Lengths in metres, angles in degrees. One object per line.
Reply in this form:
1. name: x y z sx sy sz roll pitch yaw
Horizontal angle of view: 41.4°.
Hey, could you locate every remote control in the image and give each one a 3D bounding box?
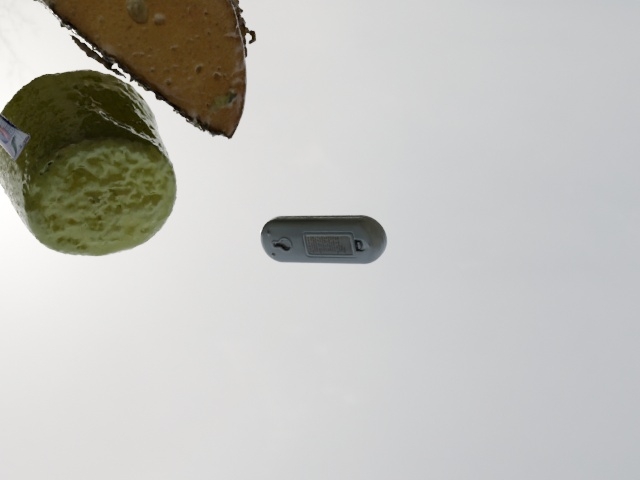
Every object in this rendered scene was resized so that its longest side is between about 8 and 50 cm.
1. remote control: 0.000 0.000 1.488 0.244 0.087 0.047 0 -154 28

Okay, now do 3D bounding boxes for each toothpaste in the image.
1. toothpaste: -0.454 -0.164 1.180 0.028 0.170 0.045 22 -104 14

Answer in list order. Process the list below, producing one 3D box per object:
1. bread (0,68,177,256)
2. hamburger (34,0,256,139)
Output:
1. bread: -0.456 -0.144 1.684 0.348 0.348 0.308 -15 -144 -26
2. hamburger: -0.295 -0.418 1.591 0.445 0.287 0.268 37 -179 -31
